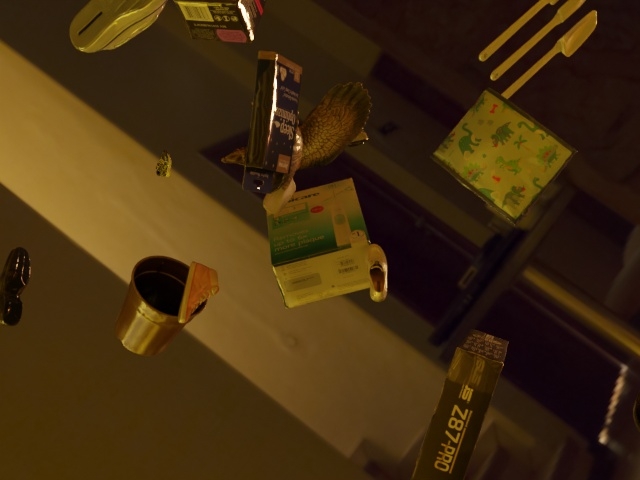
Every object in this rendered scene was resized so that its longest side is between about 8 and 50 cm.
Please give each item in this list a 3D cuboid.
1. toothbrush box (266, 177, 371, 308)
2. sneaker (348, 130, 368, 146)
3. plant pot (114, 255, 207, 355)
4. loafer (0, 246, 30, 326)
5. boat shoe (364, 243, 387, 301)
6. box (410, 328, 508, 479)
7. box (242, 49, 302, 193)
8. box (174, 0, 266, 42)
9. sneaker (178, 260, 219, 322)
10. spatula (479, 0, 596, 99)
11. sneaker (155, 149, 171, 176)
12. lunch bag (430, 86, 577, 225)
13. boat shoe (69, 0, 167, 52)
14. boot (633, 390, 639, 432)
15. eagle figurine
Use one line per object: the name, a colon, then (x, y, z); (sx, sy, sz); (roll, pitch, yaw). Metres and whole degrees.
toothbrush box: (0.000, 0.000, 2.018); (0.295, 0.216, 0.126); (-99, -6, -59)
sneaker: (0.037, -0.238, 2.036); (0.135, 0.058, 0.052); (-12, -11, -21)
plant pot: (-0.348, 0.147, 1.889); (0.165, 0.167, 0.167); (-53, -8, 35)
loafer: (-0.653, 0.095, 1.876); (0.062, 0.061, 0.170); (32, -121, -49)
boat shoe: (0.089, 0.046, 1.421); (0.035, 0.035, 0.100); (92, 178, -60)
box: (0.260, 0.341, 1.705); (0.395, 0.097, 0.318); (6, -79, -77)
box: (-0.078, -0.190, 1.493); (0.136, 0.037, 0.225); (-1, -81, -73)
box: (-0.218, -0.623, 2.138); (0.143, 0.165, 0.270); (69, -148, -60)
sneaker: (-0.240, 0.109, 1.798); (0.051, 0.070, 0.134); (124, 159, -56)
spatula: (0.360, -0.330, 1.469); (0.242, 0.019, 0.168); (-43, -36, -8)
sneaker: (-0.383, -0.184, 2.187); (0.035, 0.031, 0.083); (-11, -41, -20)
lunch bag: (0.251, -0.110, 1.211); (0.129, 0.151, 0.096); (-53, -37, 9)
boat shoe: (-0.264, -0.342, 1.274); (0.226, 0.083, 0.076); (-22, -5, 34)
boot: (0.603, 0.269, 1.443); (0.263, 0.091, 0.229); (-71, 1, -52)
eagle figurine: (-0.058, -0.192, 1.794); (0.298, 0.225, 0.226); (-7, 65, 45)
